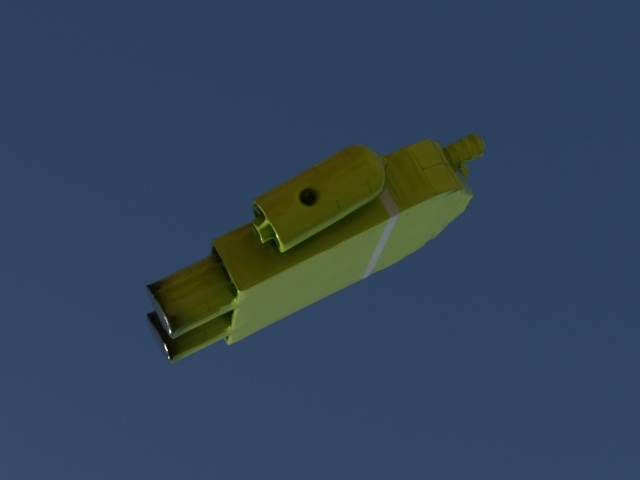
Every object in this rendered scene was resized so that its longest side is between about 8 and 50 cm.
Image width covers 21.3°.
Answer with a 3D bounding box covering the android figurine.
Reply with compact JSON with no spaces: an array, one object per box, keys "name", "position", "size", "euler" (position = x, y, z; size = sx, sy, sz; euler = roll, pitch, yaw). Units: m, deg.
[{"name":"android figurine","position":[0.000,0.000,1.239],"size":[0.273,0.248,0.056],"euler":[-28,-102,-11]}]
